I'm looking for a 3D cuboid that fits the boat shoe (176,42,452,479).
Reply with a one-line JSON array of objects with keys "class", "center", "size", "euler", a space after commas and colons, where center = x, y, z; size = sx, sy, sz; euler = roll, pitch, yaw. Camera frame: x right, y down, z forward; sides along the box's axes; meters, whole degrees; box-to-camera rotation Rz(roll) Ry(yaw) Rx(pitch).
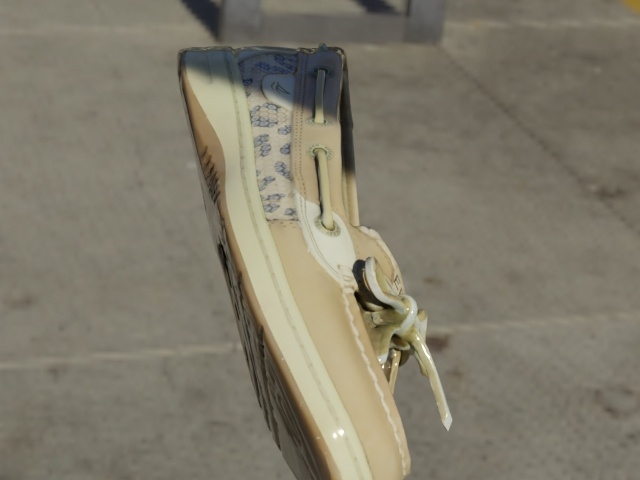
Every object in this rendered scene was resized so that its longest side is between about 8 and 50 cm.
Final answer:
[{"class": "boat shoe", "center": [0.000, 0.000, 0.757], "size": [0.089, 0.105, 0.285], "euler": [-13, 46, -6]}]
